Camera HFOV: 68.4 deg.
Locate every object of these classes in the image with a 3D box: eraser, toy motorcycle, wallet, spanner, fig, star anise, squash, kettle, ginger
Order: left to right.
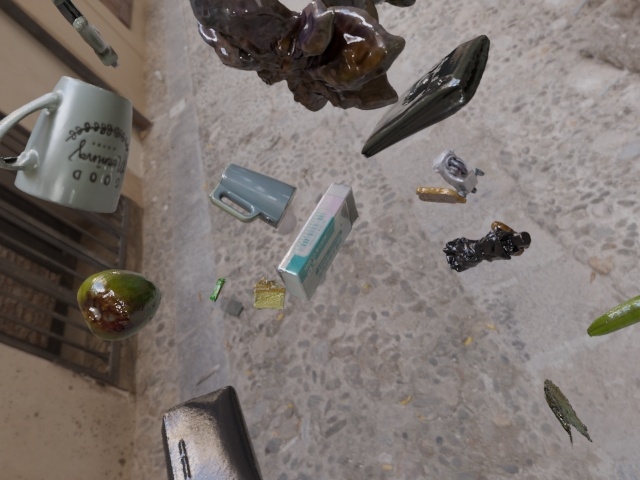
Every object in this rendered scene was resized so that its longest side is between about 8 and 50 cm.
[{"bbox_3d":[-0.497,-0.442,1.035,0.040,0.096,0.325,-38,7,-5],"label":"spanner"},{"bbox_3d":[-0.507,0.157,1.204,0.181,0.191,0.181,18,114,46],"label":"fig"},{"bbox_3d":[-0.184,0.359,0.786,0.149,0.044,0.250,-18,35,-13],"label":"wallet"},{"bbox_3d":[-0.229,-0.140,1.577,0.160,0.243,0.211,117,177,-54],"label":"kettle"},{"bbox_3d":[-0.019,-0.178,0.455,0.212,0.197,0.073,19,91,15],"label":"star anise"},{"bbox_3d":[0.000,0.000,0.913,0.052,0.096,0.225,16,59,26],"label":"eraser"},{"bbox_3d":[0.169,-0.241,0.808,0.245,0.052,0.169,-24,33,53],"label":"wallet"},{"bbox_3d":[0.463,-0.241,1.633,0.171,0.260,0.110,42,97,30],"label":"toy motorcycle"},{"bbox_3d":[0.687,0.005,1.725,0.162,0.073,0.103,30,81,2],"label":"ginger"},{"bbox_3d":[0.847,0.215,1.321,0.201,0.066,0.066,-40,40,28],"label":"squash"}]

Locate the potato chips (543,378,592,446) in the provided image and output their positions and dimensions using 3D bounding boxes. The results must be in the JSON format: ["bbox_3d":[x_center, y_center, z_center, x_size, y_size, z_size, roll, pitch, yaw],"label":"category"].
[{"bbox_3d":[0.691,0.492,1.325,0.029,0.220,0.202,-37,68,25],"label":"potato chips"}]

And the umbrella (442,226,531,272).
[{"bbox_3d":[0.480,0.019,1.350,0.272,0.122,0.110,-25,50,57],"label":"umbrella"}]

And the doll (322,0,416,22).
[{"bbox_3d":[0.075,-0.680,1.229,0.252,0.382,0.379,0,66,39],"label":"doll"}]

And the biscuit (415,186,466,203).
[{"bbox_3d":[0.387,-0.149,1.554,0.250,0.162,0.035,178,109,-79],"label":"biscuit"}]

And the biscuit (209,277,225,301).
[{"bbox_3d":[-0.367,0.175,1.681,0.046,0.016,0.089,11,76,53],"label":"biscuit"}]

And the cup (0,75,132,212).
[{"bbox_3d":[-0.495,-0.195,0.912,0.186,0.258,0.234,22,98,27],"label":"cup"}]

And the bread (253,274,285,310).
[{"bbox_3d":[-0.242,0.264,2.265,0.152,0.147,0.127,15,30,23],"label":"bread"}]
